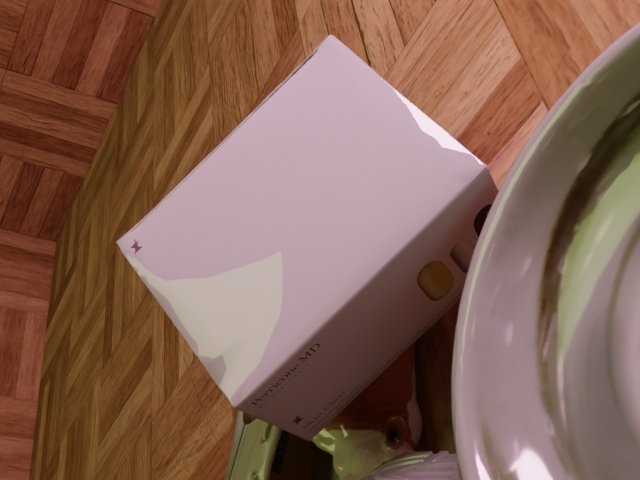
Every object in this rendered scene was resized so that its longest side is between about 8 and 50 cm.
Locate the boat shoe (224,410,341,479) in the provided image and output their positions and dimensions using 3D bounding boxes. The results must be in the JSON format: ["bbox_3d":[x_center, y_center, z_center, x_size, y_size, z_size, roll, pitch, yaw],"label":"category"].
[{"bbox_3d":[-0.024,0.286,0.850,0.156,0.136,0.367,-34,37,50],"label":"boat shoe"}]

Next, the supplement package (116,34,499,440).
[{"bbox_3d":[0.000,0.000,0.731,0.262,0.145,0.204,-44,57,2],"label":"supplement package"}]

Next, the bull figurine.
[{"bbox_3d":[0.020,0.105,0.826,0.101,0.188,0.310,70,-152,-59],"label":"bull figurine"}]

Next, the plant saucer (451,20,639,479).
[{"bbox_3d":[0.230,0.045,0.463,0.400,0.100,0.400,-45,35,44],"label":"plant saucer"}]

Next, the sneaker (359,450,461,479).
[{"bbox_3d":[0.127,0.213,0.631,0.235,0.090,0.095,-14,94,53],"label":"sneaker"}]
